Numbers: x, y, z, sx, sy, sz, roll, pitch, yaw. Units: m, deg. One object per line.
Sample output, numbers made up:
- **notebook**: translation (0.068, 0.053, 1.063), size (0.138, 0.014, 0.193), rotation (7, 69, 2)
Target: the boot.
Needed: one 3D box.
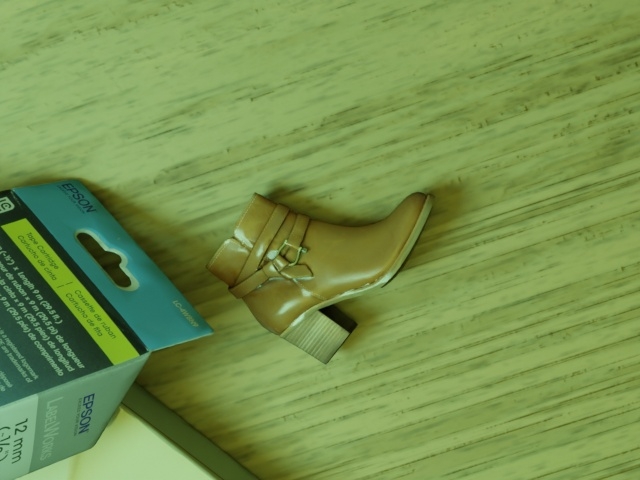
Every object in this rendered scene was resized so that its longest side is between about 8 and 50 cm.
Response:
- **boot**: translation (0.000, 0.000, 1.711), size (0.152, 0.073, 0.197), rotation (38, 94, 3)

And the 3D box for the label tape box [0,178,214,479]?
- **label tape box**: translation (-0.308, 0.091, 1.616), size (0.249, 0.348, 0.115), rotation (46, 137, 33)

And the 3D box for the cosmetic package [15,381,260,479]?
- **cosmetic package**: translation (-0.150, 0.261, 1.726), size (0.309, 0.113, 0.160), rotation (37, 96, -2)
